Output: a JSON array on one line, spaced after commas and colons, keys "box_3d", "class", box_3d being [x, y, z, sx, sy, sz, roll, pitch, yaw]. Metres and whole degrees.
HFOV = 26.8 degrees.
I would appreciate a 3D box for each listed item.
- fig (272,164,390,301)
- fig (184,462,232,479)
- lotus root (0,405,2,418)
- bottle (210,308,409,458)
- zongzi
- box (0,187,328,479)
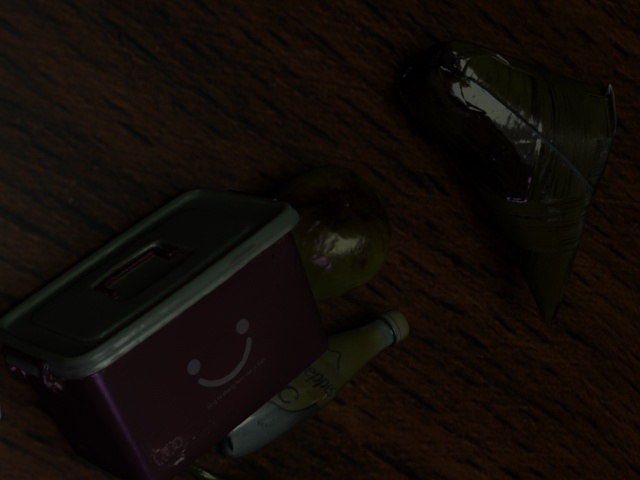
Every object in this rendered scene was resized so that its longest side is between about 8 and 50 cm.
[{"box_3d": [0.003, -0.006, 1.421, 0.153, 0.121, 0.136, -37, 75, -8], "class": "fig"}, {"box_3d": [-0.083, 0.286, 1.405, 0.236, 0.124, 0.124, 35, 71, -6], "class": "fig"}, {"box_3d": [-0.321, 0.173, 1.258, 0.037, 0.030, 0.083, -2, 97, -66], "class": "lotus root"}, {"box_3d": [-0.012, 0.142, 1.443, 0.269, 0.083, 0.083, -29, 108, -32], "class": "bottle"}, {"box_3d": [0.209, -0.061, 1.559, 0.286, 0.138, 0.300, 12, 87, -32], "class": "zongzi"}, {"box_3d": [-0.142, 0.091, 1.291, 0.294, 0.193, 0.167, -37, 121, -29], "class": "box"}]
